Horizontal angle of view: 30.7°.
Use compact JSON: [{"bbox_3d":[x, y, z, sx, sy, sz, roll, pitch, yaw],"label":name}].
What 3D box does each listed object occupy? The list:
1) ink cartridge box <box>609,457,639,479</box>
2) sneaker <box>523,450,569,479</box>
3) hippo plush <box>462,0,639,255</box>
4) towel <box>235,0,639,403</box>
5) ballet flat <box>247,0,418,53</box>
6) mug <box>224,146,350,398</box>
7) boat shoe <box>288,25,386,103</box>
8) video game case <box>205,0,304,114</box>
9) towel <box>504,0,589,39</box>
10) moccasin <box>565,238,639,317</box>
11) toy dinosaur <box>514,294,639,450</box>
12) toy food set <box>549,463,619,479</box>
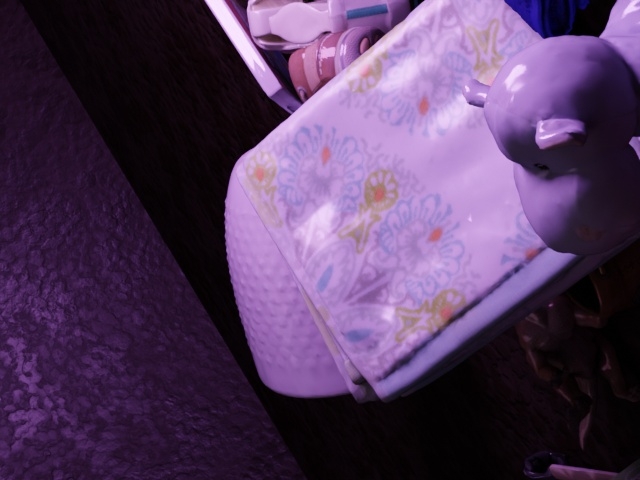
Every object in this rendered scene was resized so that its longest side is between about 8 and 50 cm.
[{"bbox_3d":[0.409,0.363,1.224,0.353,0.207,0.119,13,131,65],"label":"ink cartridge box"},{"bbox_3d":[0.315,0.338,1.667,0.084,0.058,0.152,57,158,-8],"label":"sneaker"},{"bbox_3d":[0.257,-0.105,0.889,0.234,0.236,0.294,31,146,56],"label":"hippo plush"},{"bbox_3d":[0.116,-0.056,1.157,0.090,0.374,0.320,12,-136,-61],"label":"towel"},{"bbox_3d":[-0.021,-0.297,1.505,0.400,0.139,0.139,19,135,64],"label":"ballet flat"},{"bbox_3d":[0.000,0.000,1.742,0.374,0.276,0.328,-84,-20,-67],"label":"mug"},{"bbox_3d":[0.064,-0.140,1.415,0.116,0.123,0.324,-1,145,28],"label":"boat shoe"},{"bbox_3d":[-0.080,-0.264,1.682,0.204,0.025,0.285,57,-172,11],"label":"video game case"},{"bbox_3d":[0.129,-0.343,1.046,0.308,0.076,0.227,53,178,30],"label":"towel"},{"bbox_3d":[0.204,-0.060,1.238,0.380,0.147,0.139,51,159,28],"label":"moccasin"},{"bbox_3d":[0.271,0.102,1.360,0.295,0.127,0.200,58,173,-34],"label":"toy dinosaur"},{"bbox_3d":[0.397,0.359,1.492,0.128,0.071,0.218,-10,112,45],"label":"toy food set"}]
